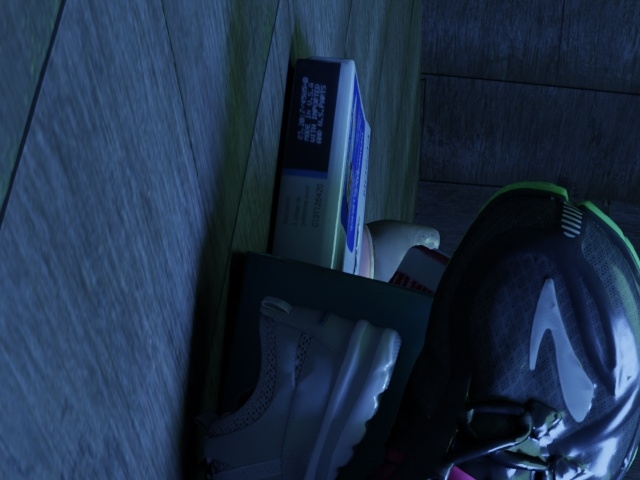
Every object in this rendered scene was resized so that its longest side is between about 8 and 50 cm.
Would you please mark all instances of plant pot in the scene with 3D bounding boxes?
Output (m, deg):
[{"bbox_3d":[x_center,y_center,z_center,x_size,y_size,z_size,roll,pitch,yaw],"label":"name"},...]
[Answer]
[{"bbox_3d":[0.004,0.142,1.264,0.165,0.165,0.234,13,90,-84],"label":"plant pot"}]

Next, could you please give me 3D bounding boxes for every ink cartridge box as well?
[{"bbox_3d":[0.000,0.000,1.533,0.307,0.072,0.304,70,25,-81],"label":"ink cartridge box"}]

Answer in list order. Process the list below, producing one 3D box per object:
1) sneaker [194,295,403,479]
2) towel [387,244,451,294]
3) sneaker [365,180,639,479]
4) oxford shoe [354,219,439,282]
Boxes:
[{"bbox_3d":[-0.043,0.165,1.108,0.281,0.115,0.105,-65,174,15],"label":"sneaker"},{"bbox_3d":[0.071,0.176,1.362,0.329,0.037,0.237,-62,-148,2],"label":"towel"},{"bbox_3d":[0.105,0.196,1.076,0.202,0.185,0.483,-25,133,-74],"label":"sneaker"},{"bbox_3d":[0.072,0.168,1.805,0.140,0.146,0.397,-131,-137,-63],"label":"oxford shoe"}]
